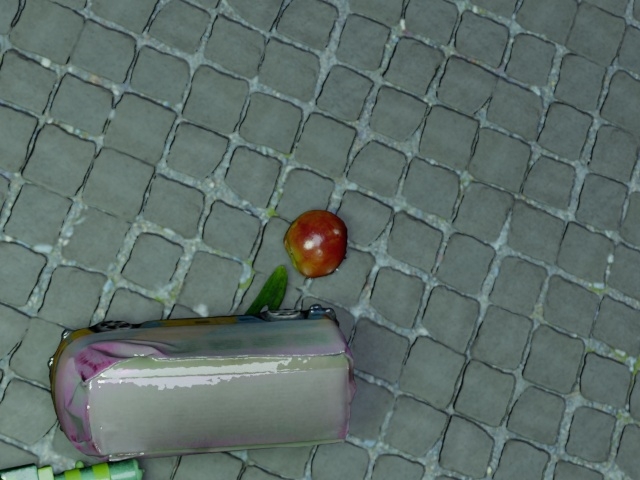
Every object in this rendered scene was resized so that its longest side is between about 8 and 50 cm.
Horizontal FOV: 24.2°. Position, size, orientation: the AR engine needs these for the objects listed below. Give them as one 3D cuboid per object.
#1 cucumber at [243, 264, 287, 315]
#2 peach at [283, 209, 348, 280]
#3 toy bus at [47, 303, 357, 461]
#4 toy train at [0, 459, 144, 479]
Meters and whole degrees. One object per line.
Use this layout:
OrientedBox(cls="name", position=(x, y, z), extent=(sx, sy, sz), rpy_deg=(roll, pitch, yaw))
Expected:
OrientedBox(cls="cucumber", position=(-0.085, 0.106, 2.018), extent=(0.039, 0.039, 0.168), rpy_deg=(35, 70, -6))
OrientedBox(cls="peach", position=(-0.001, 0.001, 2.050), extent=(0.098, 0.061, 0.098), rpy_deg=(2, 74, -8))
OrientedBox(cls="toy bus", position=(-0.147, 0.184, 1.900), extent=(0.386, 0.162, 0.171), rpy_deg=(-3, 99, -14))
OrientedBox(cls="toy train", position=(-0.304, 0.335, 1.889), extent=(0.200, 0.083, 0.132), rpy_deg=(-10, 78, -18))
